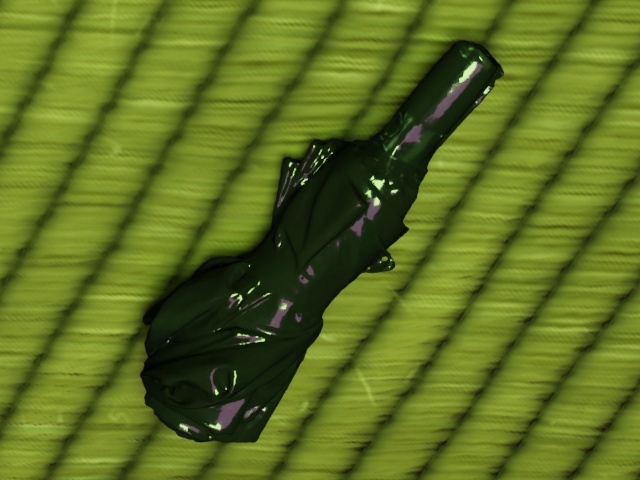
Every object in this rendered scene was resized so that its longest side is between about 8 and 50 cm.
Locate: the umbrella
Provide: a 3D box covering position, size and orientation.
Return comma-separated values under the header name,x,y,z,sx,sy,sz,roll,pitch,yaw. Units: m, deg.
name,x,y,z,sx,sy,sz,roll,pitch,yaw
umbrella,0.000,0.000,1.190,0.118,0.118,0.340,36,108,-20
